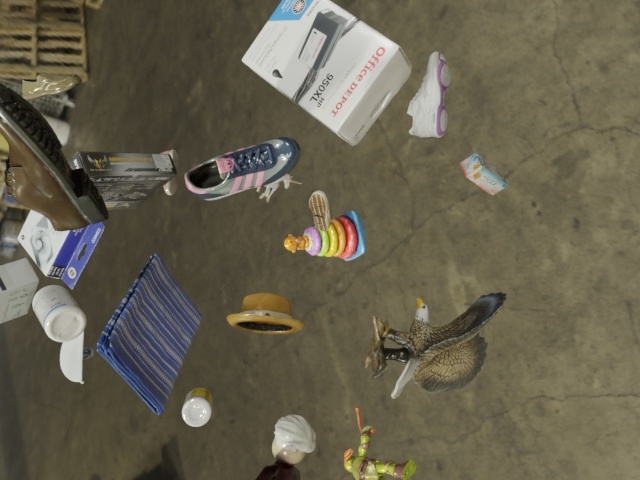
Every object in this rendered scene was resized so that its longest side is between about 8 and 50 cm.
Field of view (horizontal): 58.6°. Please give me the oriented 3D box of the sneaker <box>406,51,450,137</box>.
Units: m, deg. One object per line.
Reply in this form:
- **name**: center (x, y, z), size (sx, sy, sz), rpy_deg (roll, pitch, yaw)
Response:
- **sneaker**: center (0.368, -0.507, 1.986), size (0.152, 0.114, 0.305), rpy_deg (2, 82, 38)

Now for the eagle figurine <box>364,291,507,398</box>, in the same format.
- **eagle figurine**: center (0.256, 0.221, 1.245), size (0.226, 0.298, 0.225), rpy_deg (122, 150, -86)

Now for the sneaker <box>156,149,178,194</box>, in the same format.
- **sneaker**: center (-0.420, -0.178, 1.523), size (0.070, 0.051, 0.135), rpy_deg (-7, 66, 8)

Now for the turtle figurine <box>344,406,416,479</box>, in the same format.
- **turtle figurine**: center (0.134, 0.571, 1.440), size (0.217, 0.087, 0.270), rpy_deg (-1, 81, 43)

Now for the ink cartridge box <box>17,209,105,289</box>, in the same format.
- **ink cartridge box**: center (-0.690, -0.020, 1.508), size (0.224, 0.045, 0.223), rpy_deg (41, 109, 20)

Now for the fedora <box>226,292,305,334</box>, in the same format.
- **fedora**: center (-0.132, 0.177, 1.401), size (0.194, 0.194, 0.079), rpy_deg (-22, 57, 47)

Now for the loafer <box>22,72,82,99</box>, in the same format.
- **loafer**: center (-0.631, -0.366, 1.329), size (0.056, 0.147, 0.050), rpy_deg (-95, -9, -65)

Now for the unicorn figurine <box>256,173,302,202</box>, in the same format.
- **unicorn figurine**: center (-0.140, -0.170, 1.705), size (0.111, 0.060, 0.162), rpy_deg (-57, 44, 15)

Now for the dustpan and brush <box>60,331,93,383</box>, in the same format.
- **dustpan and brush**: center (-0.609, 0.284, 1.410), size (0.211, 0.060, 0.148), rpy_deg (-18, 68, 39)

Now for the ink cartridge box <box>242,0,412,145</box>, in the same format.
- **ink cartridge box**: center (0.018, -0.506, 1.637), size (0.395, 0.166, 0.286), rpy_deg (40, 100, 20)

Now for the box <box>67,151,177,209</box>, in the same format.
- **box**: center (-0.459, -0.126, 1.245), size (0.183, 0.231, 0.056), rpy_deg (-28, 79, 36)

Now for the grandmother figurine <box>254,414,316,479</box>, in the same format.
- **grandmother figurine**: center (-0.097, 0.506, 1.097), size (0.103, 0.208, 0.343), rpy_deg (13, 71, 22)

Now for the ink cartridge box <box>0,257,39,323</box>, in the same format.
- **ink cartridge box**: center (-0.697, 0.143, 1.033), size (0.065, 0.332, 0.165), rpy_deg (56, 135, 8)

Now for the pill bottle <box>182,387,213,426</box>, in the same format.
- **pill bottle**: center (-0.186, 0.251, 0.870), size (0.083, 0.043, 0.044), rpy_deg (180, 100, -81)

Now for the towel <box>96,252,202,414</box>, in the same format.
- **towel**: center (-0.393, 0.216, 1.378), size (0.040, 0.243, 0.336), rpy_deg (-17, 32, 20)

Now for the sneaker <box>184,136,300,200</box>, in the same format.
- **sneaker**: center (-0.207, -0.191, 1.506), size (0.318, 0.131, 0.112), rpy_deg (-24, 80, 9)

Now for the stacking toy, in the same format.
- **stacking toy**: center (0.000, 0.000, 2.084), size (0.165, 0.301, 0.175), rpy_deg (-28, 74, 58)

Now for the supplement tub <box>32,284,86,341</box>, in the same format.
- **supplement tub**: center (-0.475, 0.131, 1.036), size (0.107, 0.071, 0.071), rpy_deg (28, 104, 48)

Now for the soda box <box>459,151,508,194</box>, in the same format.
- **soda box**: center (0.502, -0.202, 1.745), size (0.063, 0.183, 0.058), rpy_deg (-34, 56, 29)

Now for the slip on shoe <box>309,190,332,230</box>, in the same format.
- **slip on shoe**: center (0.006, -0.080, 1.413), size (0.051, 0.135, 0.041), rpy_deg (17, 55, 24)

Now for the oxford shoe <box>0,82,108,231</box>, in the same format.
- **oxford shoe**: center (-0.365, -0.090, 0.719), size (0.096, 0.227, 0.083), rpy_deg (-23, 43, -4)
